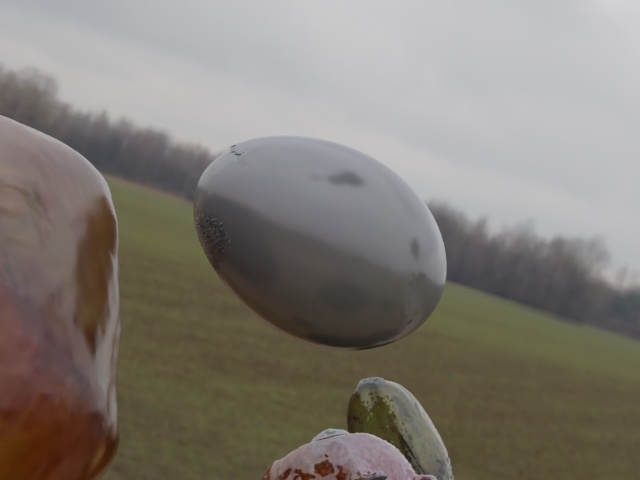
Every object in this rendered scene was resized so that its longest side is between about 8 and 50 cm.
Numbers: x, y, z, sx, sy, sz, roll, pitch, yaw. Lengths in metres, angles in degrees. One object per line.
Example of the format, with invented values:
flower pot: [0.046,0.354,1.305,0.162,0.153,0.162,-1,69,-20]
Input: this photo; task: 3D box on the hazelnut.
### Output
hazelnut: [-0.302,0.061,1.012,0.372,0.372,0.315,17,-44,40]

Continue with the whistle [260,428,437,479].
whistle: [0.003,0.252,1.291,0.134,0.142,0.346,50,-26,12]

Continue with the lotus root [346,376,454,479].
lotus root: [0.081,0.219,1.511,0.089,0.179,0.080,-18,0,16]

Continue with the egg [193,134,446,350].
egg: [0.000,0.000,1.124,0.198,0.146,0.146,34,-2,-7]
